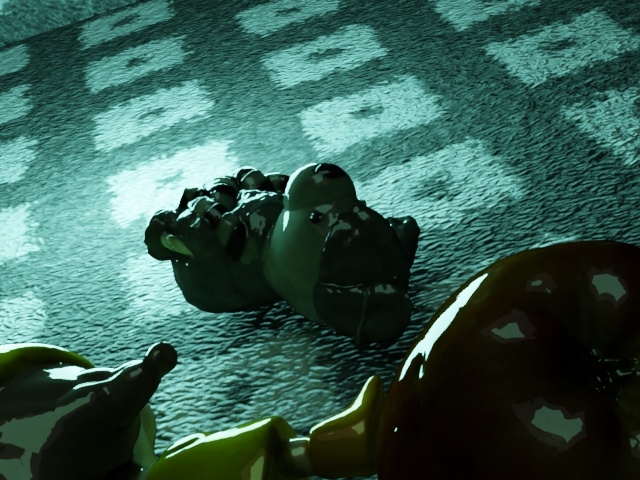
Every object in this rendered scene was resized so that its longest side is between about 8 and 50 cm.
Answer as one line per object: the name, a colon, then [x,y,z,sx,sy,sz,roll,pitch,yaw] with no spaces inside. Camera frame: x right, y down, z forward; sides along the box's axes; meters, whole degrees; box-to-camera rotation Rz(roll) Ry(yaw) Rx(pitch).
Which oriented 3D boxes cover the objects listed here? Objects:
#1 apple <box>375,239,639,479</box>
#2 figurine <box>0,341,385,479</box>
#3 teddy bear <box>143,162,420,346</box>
apple: [0.138,0.117,0.679,0.234,0.234,0.234,-14,27,7]
figurine: [-0.127,0.165,0.803,0.343,0.187,0.215,-3,41,12]
teddy bear: [-0.004,-0.005,1.083,0.251,0.144,0.171,5,20,31]
